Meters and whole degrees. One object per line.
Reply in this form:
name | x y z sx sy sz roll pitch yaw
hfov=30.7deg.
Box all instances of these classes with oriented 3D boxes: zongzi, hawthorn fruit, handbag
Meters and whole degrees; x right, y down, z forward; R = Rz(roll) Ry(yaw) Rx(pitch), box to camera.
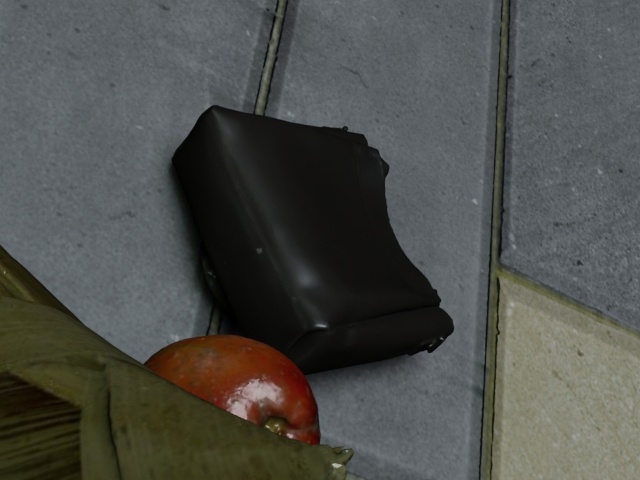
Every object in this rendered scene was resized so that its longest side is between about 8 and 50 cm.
zongzi | -0.217 0.025 0.797 0.218 0.467 0.500 9 54 -56
hawthorn fruit | -0.083 0.164 0.994 0.172 0.173 0.173 17 54 -26
handbag | 0.000 0.000 1.196 0.257 0.113 0.285 -1 57 -42

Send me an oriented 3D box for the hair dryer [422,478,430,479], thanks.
hair dryer | 0.126 0.264 1.183 0.083 0.026 0.047 -1 65 -44
